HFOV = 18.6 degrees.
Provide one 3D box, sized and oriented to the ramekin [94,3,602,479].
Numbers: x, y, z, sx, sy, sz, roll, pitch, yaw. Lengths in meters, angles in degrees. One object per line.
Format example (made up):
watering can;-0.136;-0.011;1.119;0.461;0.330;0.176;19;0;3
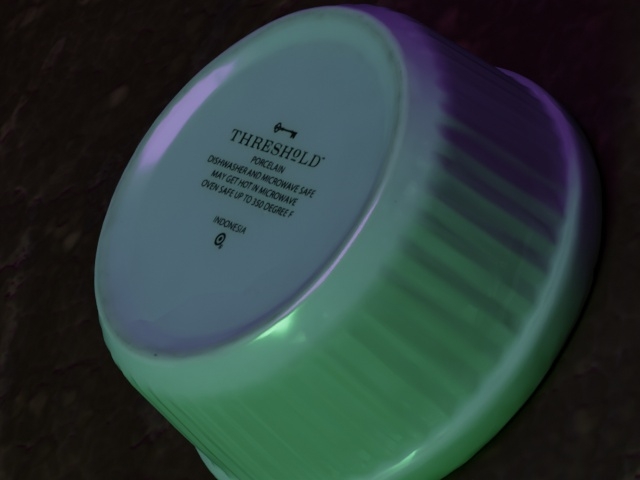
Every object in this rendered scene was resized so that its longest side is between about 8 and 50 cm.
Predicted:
ramekin;0.000;0.000;1.018;0.273;0.127;0.273;-28;43;30
